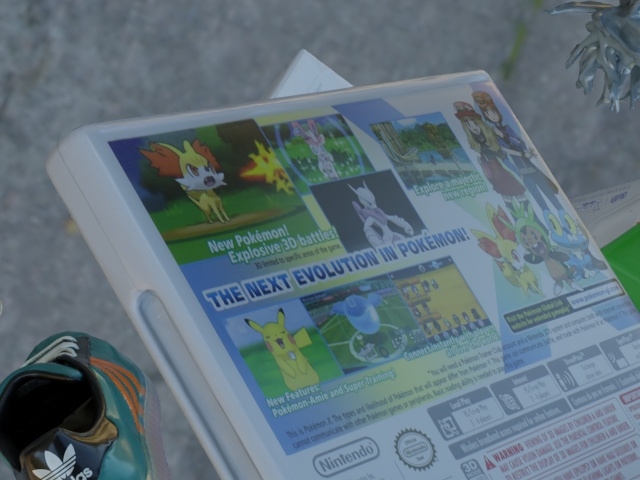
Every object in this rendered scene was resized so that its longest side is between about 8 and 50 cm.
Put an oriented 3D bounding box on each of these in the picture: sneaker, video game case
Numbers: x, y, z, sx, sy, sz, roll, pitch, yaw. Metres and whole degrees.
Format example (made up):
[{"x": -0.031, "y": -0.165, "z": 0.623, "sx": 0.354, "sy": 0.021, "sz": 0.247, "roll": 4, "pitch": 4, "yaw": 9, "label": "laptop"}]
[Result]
[{"x": -0.188, "y": 0.121, "z": 1.465, "sx": 0.108, "sy": 0.302, "sz": 0.121, "roll": -36, "pitch": 115, "yaw": -1, "label": "sneaker"}, {"x": 0.058, "y": 0.059, "z": 0.937, "sx": 0.036, "sy": 0.300, "sz": 0.329, "roll": -40, "pitch": 164, "yaw": 35, "label": "video game case"}]

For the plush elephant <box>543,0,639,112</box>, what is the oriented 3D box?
[{"x": 0.123, "y": -0.222, "z": 0.835, "sx": 0.255, "sy": 0.271, "sz": 0.330, "roll": 7, "pitch": 89, "yaw": -67, "label": "plush elephant"}]

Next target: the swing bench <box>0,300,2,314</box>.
[{"x": -0.451, "y": 0.044, "z": 1.754, "sx": 0.254, "sy": 0.253, "sz": 0.165, "roll": 20, "pitch": 103, "yaw": -27, "label": "swing bench"}]

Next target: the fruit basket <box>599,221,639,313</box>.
[{"x": 0.308, "y": 0.174, "z": 1.320, "sx": 0.283, "sy": 0.392, "sz": 0.392, "roll": 44, "pitch": 71, "yaw": -37, "label": "fruit basket"}]

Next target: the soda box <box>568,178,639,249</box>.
[{"x": 0.320, "y": -0.002, "z": 1.632, "sx": 0.098, "sy": 0.286, "sz": 0.091, "roll": 40, "pitch": 53, "yaw": -32, "label": "soda box"}]

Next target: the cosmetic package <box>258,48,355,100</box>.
[{"x": 0.000, "y": 0.000, "z": 1.703, "sx": 0.138, "sy": 0.224, "sz": 0.224, "roll": -42, "pitch": -166, "yaw": 54, "label": "cosmetic package"}]
